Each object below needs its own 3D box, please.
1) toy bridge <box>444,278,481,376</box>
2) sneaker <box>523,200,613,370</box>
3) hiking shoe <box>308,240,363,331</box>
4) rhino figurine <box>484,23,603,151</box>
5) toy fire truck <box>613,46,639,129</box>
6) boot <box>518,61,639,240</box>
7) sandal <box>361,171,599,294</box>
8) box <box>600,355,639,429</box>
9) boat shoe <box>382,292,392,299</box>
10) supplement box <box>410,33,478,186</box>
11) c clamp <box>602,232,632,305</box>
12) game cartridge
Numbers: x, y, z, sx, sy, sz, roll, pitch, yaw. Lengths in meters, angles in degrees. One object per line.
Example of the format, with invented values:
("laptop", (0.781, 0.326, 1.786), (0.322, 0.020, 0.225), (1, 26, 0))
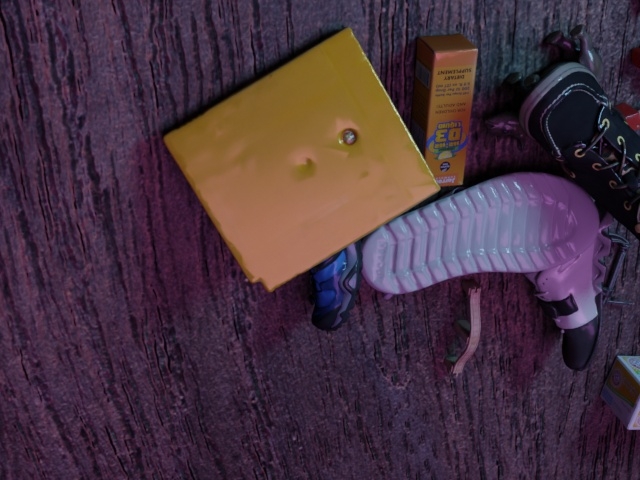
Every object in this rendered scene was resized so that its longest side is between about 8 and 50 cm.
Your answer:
("toy bridge", (0.262, 0.166, 1.944), (0.026, 0.063, 0.188), (-2, 119, -20))
("sneaker", (0.429, 0.081, 1.936), (0.146, 0.122, 0.330), (-2, 112, -2))
("hiking shoe", (0.000, 0.000, 1.732), (0.132, 0.113, 0.304), (4, 108, -13))
("rhino figurine", (0.356, -0.232, 1.746), (0.243, 0.073, 0.106), (-45, 121, 9))
("toy fire truck", (0.575, -0.271, 1.824), (0.192, 0.047, 0.135), (-19, 124, -12))
("boot", (0.464, -0.107, 1.663), (0.138, 0.284, 0.377), (-43, 152, 7))
("sandal", (0.258, -0.021, 1.814), (0.416, 0.102, 0.169), (-10, 98, -8))
("box", (0.681, 0.303, 2.156), (0.203, 0.114, 0.103), (3, 118, -23))
("boat shoe", (0.127, 0.054, 1.848), (0.035, 0.035, 0.100), (29, 110, -6))
("supplement box", (0.190, -0.200, 1.696), (0.078, 0.080, 0.233), (-7, 123, -15))
("c clamp", (0.533, 0.053, 2.014), (0.137, 0.022, 0.160), (-2, 120, -14))
("game cartridge", (-0.026, -0.116, 1.616), (0.324, 0.052, 0.285), (-30, 100, -1))
